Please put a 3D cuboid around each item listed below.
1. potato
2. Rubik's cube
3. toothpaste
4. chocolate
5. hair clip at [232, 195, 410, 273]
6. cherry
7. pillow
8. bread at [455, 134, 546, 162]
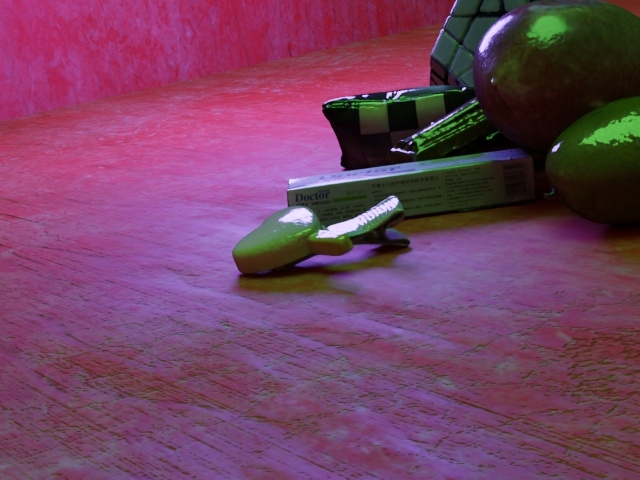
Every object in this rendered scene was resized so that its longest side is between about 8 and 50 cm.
[{"bbox_3d":[0.382,-0.097,1.433,0.251,0.159,0.174,-19,-7,-6],"label":"potato"},{"bbox_3d":[0.336,-0.307,2.005,0.319,0.264,0.319,-7,15,2],"label":"Rubik's cube"},{"bbox_3d":[0.122,-0.070,1.633,0.337,0.067,0.081,-7,12,2],"label":"toothpaste"},{"bbox_3d":[0.241,-0.189,1.756,0.329,0.065,0.102,-31,25,-19],"label":"chocolate"},{"bbox_3d":[0.000,-0.001,1.457,0.219,0.071,0.159,-14,18,-6],"label":"hair clip"},{"bbox_3d":[0.327,-0.218,1.598,0.308,0.221,0.261,0,4,-43],"label":"cherry"},{"bbox_3d":[0.139,-0.181,1.889,0.250,0.106,0.186,-5,-27,8],"label":"pillow"},{"bbox_3d":[0.289,-0.147,1.806,0.232,0.087,0.128,-21,11,-25],"label":"bread"}]
